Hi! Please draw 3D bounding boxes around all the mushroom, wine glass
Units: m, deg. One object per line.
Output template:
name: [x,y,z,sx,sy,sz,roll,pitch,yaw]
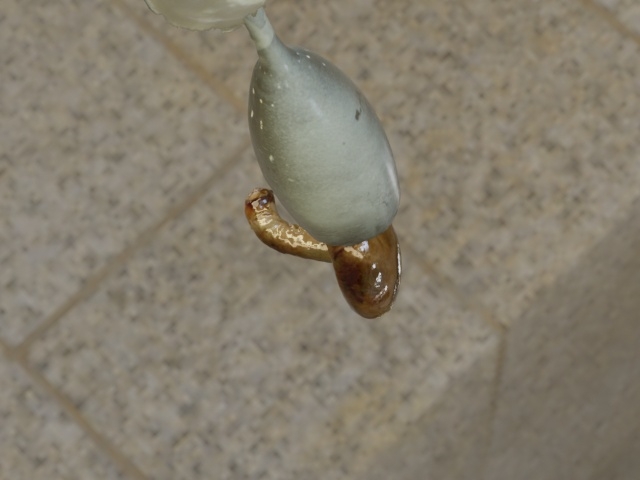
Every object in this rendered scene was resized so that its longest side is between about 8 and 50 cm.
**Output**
mushroom: [0.008,-0.008,1.144,0.129,0.073,0.088,37,3,16]
wine glass: [-0.013,-0.059,0.702,0.066,0.066,0.198,38,-11,28]
